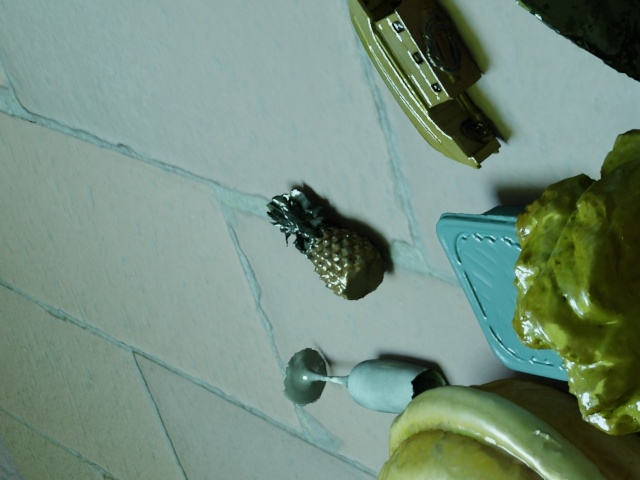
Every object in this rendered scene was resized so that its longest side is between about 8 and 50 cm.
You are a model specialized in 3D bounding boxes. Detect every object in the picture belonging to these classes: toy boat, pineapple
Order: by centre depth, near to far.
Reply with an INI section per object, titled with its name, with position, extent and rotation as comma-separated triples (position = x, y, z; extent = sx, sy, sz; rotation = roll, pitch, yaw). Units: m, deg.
[toy boat]
position = 0.097, -0.154, 1.491
extent = 0.077, 0.057, 0.200
rotation = -19, 106, 56
[pineapple]
position = 0.000, 0.000, 1.819
extent = 0.159, 0.074, 0.074
rotation = 42, 152, 35

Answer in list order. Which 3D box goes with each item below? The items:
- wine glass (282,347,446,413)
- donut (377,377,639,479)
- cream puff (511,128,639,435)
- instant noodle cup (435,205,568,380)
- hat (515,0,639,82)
[wine glass]
position = 0.053, 0.167, 1.932
extent = 0.262, 0.074, 0.074
rotation = 0, 122, 56
[donut]
position = 0.238, 0.329, 1.686
extent = 0.449, 0.198, 0.449
rotation = 37, 150, 26
[cream puff]
position = 0.264, 0.038, 1.282
extent = 0.196, 0.244, 0.244
rotation = 36, 151, 55
[instant noodle cup]
position = 0.199, 0.039, 1.542
extent = 0.157, 0.070, 0.179
rotation = 5, 127, 57
[hat]
position = 0.196, -0.231, 1.135
extent = 0.265, 0.265, 0.128
rotation = 49, 122, 8
